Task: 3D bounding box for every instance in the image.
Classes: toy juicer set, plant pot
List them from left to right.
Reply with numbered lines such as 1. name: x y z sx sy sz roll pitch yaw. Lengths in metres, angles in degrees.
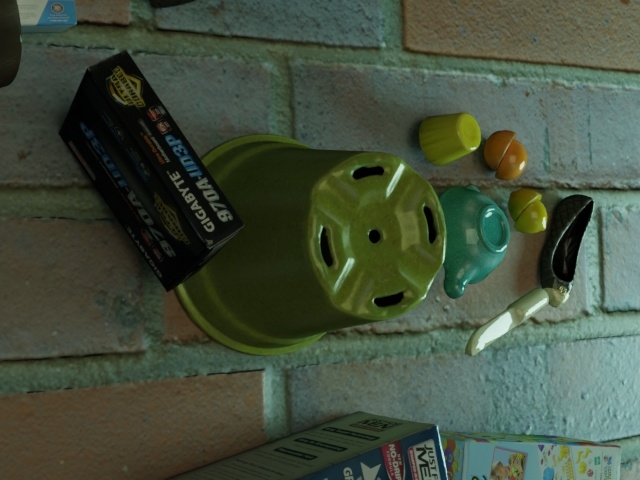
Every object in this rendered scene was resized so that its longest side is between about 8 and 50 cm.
1. plant pot: 0.000 0.000 1.256 0.276 0.254 0.276 2 87 -32
2. toy juicer set: 0.227 -0.006 1.503 0.209 0.089 0.328 4 77 -44

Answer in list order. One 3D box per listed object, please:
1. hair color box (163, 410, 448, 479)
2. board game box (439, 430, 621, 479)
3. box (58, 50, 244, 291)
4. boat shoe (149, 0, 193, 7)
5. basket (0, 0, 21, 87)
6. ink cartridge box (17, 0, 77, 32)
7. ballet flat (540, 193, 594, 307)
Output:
1. hair color box: -0.038 0.301 1.265 0.347 0.174 0.105 -14 96 -31
2. board game box: 0.248 0.332 1.460 0.275 0.142 0.144 9 83 -32
3. box: -0.183 -0.068 1.159 0.051 0.175 0.220 -33 88 -28
4. boat shoe: -0.125 -0.334 1.307 0.190 0.068 0.072 -19 86 -31
5. basket: -0.423 -0.206 1.069 0.227 0.154 0.204 -13 93 -35
6. ink cartridge box: -0.321 -0.289 1.188 0.089 0.052 0.122 -8 93 -32
7. ballet flat: 0.358 0.013 1.596 0.057 0.049 0.173 19 78 -29
